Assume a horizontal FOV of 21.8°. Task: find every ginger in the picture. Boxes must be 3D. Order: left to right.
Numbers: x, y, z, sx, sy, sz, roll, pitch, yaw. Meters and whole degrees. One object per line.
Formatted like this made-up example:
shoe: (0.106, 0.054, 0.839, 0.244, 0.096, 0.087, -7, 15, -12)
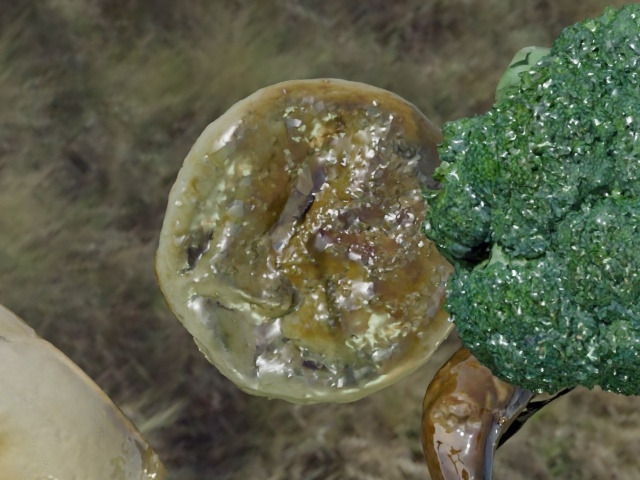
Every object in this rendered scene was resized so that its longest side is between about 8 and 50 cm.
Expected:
ginger: (0.186, 0.147, 1.679, 0.107, 0.133, 0.309, 17, 29, 28)

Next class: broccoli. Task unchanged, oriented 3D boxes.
broccoli: (0.177, -0.022, 0.976, 0.270, 0.270, 0.270, 31, 18, -30)

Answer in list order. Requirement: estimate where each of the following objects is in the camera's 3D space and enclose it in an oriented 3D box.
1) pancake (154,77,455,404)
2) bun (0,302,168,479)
pancake: (0.001, 0.000, 1.888, 0.387, 0.387, 0.082, 51, -1, 2)
bun: (-0.278, 0.169, 1.399, 0.299, 0.299, 0.165, 44, 72, -10)
